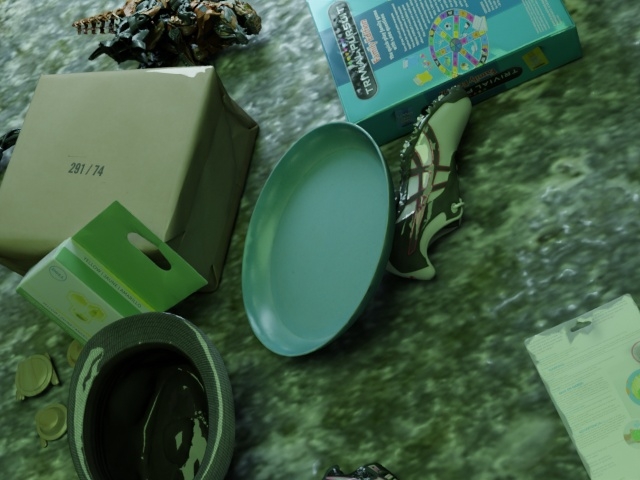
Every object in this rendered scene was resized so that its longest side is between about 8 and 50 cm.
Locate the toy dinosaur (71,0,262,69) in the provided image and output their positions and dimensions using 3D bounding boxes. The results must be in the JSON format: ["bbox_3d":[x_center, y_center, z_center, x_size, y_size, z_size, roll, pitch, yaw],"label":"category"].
[{"bbox_3d":[-0.257,-0.329,1.663,0.321,0.164,0.218,-7,47,40],"label":"toy dinosaur"}]

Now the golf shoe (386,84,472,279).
[{"bbox_3d":[0.152,-0.075,1.379,0.120,0.105,0.273,26,83,15],"label":"golf shoe"}]

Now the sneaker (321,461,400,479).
[{"bbox_3d":[0.075,0.304,1.232,0.178,0.072,0.077,3,56,18],"label":"sneaker"}]

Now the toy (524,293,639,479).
[{"bbox_3d":[0.348,0.198,1.175,0.136,0.056,0.237,-25,63,6],"label":"toy"}]

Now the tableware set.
[{"bbox_3d":[-0.370,0.210,1.492,0.168,0.020,0.141,-28,59,6],"label":"tableware set"}]

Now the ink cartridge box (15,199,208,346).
[{"bbox_3d":[-0.287,0.063,1.388,0.235,0.171,0.056,-31,23,43],"label":"ink cartridge box"}]

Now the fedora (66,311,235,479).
[{"bbox_3d":[-0.203,0.241,1.343,0.243,0.124,0.276,-21,67,14],"label":"fedora"}]

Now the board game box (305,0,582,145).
[{"bbox_3d":[0.171,-0.310,1.484,0.336,0.079,0.254,-23,59,11],"label":"board game box"}]

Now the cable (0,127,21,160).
[{"bbox_3d":[-0.524,-0.101,1.701,0.150,0.047,0.185,-1,68,28],"label":"cable"}]

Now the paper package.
[{"bbox_3d":[-0.294,-0.091,1.521,0.324,0.168,0.310,2,66,24],"label":"paper package"}]

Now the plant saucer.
[{"bbox_3d":[0.000,0.000,1.352,0.317,0.043,0.318,-28,53,47],"label":"plant saucer"}]
